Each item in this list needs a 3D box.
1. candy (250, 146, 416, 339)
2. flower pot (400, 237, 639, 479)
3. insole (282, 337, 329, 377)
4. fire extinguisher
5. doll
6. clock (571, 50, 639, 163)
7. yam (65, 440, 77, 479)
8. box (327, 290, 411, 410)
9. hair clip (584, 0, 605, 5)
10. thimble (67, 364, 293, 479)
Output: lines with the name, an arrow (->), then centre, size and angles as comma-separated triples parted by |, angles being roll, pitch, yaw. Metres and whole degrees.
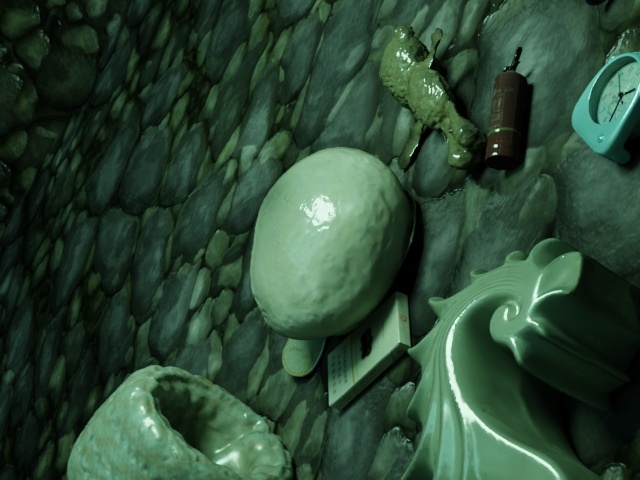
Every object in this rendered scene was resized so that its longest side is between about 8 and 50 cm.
candy -> 0.000, 0.000, 2.067 | 0.295, 0.185, 0.295 | -45, 26, 29
flower pot -> 0.205, 0.191, 1.547 | 0.254, 0.164, 0.367 | -29, 43, 45
insole -> 0.013, 0.035, 2.205 | 0.119, 0.009, 0.348 | 4, 73, 50
fire extinguisher -> 0.238, -0.163, 1.920 | 0.078, 0.045, 0.157 | 114, 166, -64
doll -> 0.157, -0.201, 2.060 | 0.286, 0.091, 0.202 | -158, 58, -76
clock -> 0.351, -0.167, 1.696 | 0.147, 0.045, 0.108 | -57, 28, 18
yam -> -0.374, 0.431, 2.535 | 0.133, 0.133, 0.330 | -62, 21, 11
box -> 0.064, 0.149, 2.018 | 0.167, 0.024, 0.090 | -46, 32, 38
hair clip -> 0.414, -0.367, 1.755 | 0.275, 0.048, 0.083 | -27, 44, 47
thimble -> -0.186, 0.321, 2.079 | 0.195, 0.291, 0.291 | -52, 28, 18
